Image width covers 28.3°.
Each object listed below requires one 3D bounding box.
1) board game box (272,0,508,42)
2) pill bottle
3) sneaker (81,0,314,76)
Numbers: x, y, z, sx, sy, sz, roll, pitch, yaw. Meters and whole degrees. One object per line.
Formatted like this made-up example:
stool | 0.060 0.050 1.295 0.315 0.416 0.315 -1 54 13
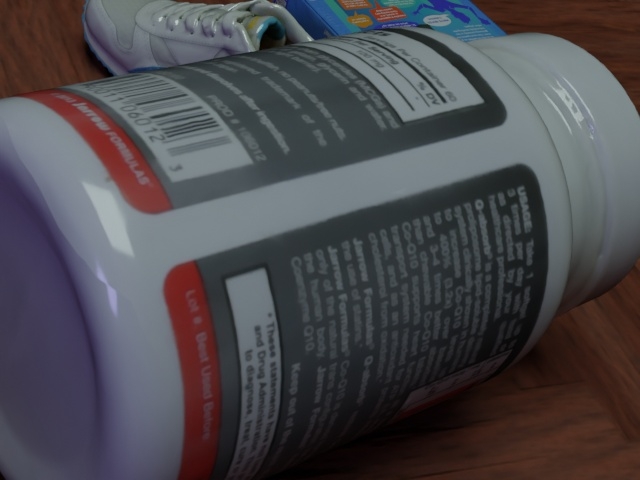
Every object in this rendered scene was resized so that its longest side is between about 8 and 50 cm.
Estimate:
board game box | 0.081 -0.140 1.000 0.160 0.047 0.210 -13 48 -34
pill bottle | 0.000 0.000 0.675 0.363 0.210 0.210 -17 50 -36
sneaker | -0.068 -0.134 0.899 0.228 0.092 0.087 30 42 15
